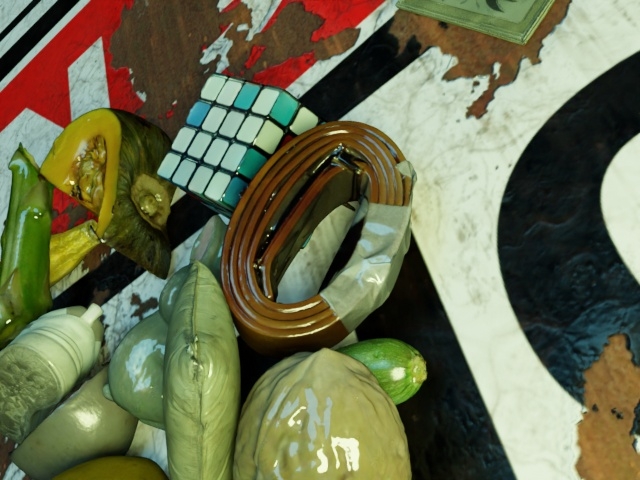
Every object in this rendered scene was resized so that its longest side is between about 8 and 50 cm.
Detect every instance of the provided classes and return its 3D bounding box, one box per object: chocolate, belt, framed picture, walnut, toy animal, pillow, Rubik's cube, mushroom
[{"bbox_3d":[-0.432,0.032,1.318,0.219,0.085,0.086,-29,50,26],"label":"chocolate"},{"bbox_3d":[0.000,0.000,0.887,0.184,0.105,0.261,29,68,16],"label":"belt"},{"bbox_3d":[0.210,-0.333,1.012,0.231,0.010,0.173,33,89,47],"label":"framed picture"},{"bbox_3d":[0.001,0.201,0.751,0.178,0.178,0.230,24,120,46],"label":"walnut"},{"bbox_3d":[-0.153,0.092,0.959,0.125,0.127,0.251,27,100,52],"label":"toy animal"},{"bbox_3d":[-0.116,0.180,0.824,0.185,0.075,0.302,-106,16,-61],"label":"pillow"},{"bbox_3d":[-0.079,-0.099,1.031,0.155,0.151,0.154,22,83,45],"label":"Rubik's cube"},{"bbox_3d":[-0.302,0.246,1.055,0.188,0.141,0.117,-38,80,22],"label":"mushroom"}]

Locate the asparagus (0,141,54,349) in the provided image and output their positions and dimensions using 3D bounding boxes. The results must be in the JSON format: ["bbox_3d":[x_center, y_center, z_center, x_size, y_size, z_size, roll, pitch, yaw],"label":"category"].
[{"bbox_3d":[-0.443,0.004,1.248,0.085,0.082,0.343,-3,66,7],"label":"asparagus"}]

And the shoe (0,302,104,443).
[{"bbox_3d":[-0.384,0.171,1.164,0.316,0.124,0.159,-34,14,49],"label":"shoe"}]

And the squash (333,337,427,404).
[{"bbox_3d":[0.012,0.154,0.860,0.219,0.068,0.077,-28,58,28],"label":"squash"}]

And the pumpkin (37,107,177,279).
[{"bbox_3d":[-0.316,-0.061,1.227,0.190,0.139,0.281,-20,51,27],"label":"pumpkin"}]

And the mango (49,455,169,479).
[{"bbox_3d":[-0.235,0.336,0.859,0.317,0.211,0.173,-105,13,-70],"label":"mango"}]
